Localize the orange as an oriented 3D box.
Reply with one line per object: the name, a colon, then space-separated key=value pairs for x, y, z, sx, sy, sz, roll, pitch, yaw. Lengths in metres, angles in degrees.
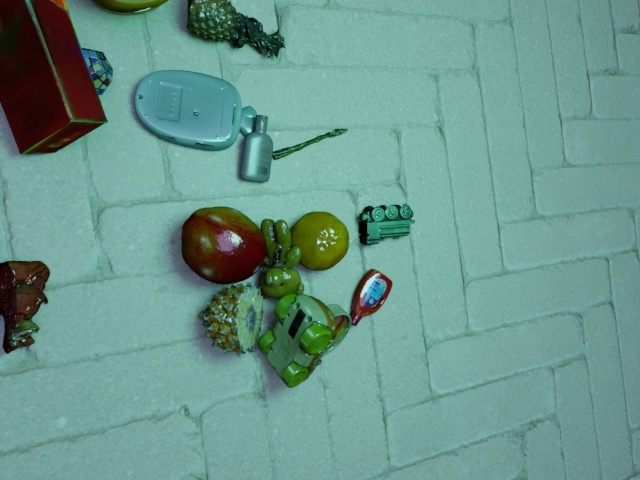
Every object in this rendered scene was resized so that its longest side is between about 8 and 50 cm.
orange: x=0.000 y=0.000 z=1.143 sx=0.159 sy=0.136 sz=0.158 roll=1 pitch=88 yaw=-19

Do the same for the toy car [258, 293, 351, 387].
toy car: x=-0.017 y=0.245 z=1.119 sx=0.235 sy=0.145 sz=0.235 roll=-26 pitch=139 yaw=-26

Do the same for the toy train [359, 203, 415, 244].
toy train: x=0.188 y=-0.049 z=1.259 sx=0.171 sy=0.071 sz=0.111 roll=-5 pitch=99 yaw=-23

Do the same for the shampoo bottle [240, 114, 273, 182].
shampoo bottle: x=-0.158 y=-0.233 z=1.126 sx=0.080 sy=0.040 sz=0.165 roll=4 pitch=96 yaw=-31

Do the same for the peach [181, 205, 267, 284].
peach: x=-0.217 y=0.016 z=1.029 sx=0.198 sy=0.197 sz=0.197 roll=1 pitch=88 yaw=-22

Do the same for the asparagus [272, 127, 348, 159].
asparagus: x=-0.027 y=-0.266 z=1.203 sx=0.233 sy=0.022 sz=0.023 roll=-25 pitch=53 yaw=-18

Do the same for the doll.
doll: x=-0.113 y=0.051 z=1.097 sx=0.097 sy=0.137 sz=0.209 roll=-34 pitch=118 yaw=-61

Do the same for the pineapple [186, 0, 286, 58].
pineapple: x=-0.204 y=-0.531 z=1.102 sx=0.252 sy=0.125 sz=0.125 roll=12 pitch=84 yaw=-26

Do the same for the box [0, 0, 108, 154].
box: x=-0.571 y=-0.354 z=0.893 sx=0.089 sy=0.198 sz=0.312 roll=-28 pitch=101 yaw=-58

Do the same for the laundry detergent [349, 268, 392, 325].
laundry detergent: x=0.133 y=0.166 z=1.240 sx=0.097 sy=0.049 sz=0.165 roll=36 pitch=78 yaw=-20

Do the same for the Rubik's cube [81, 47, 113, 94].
Rubik's cube: x=-0.514 y=-0.372 z=0.974 sx=0.093 sy=0.111 sz=0.111 roll=-17 pitch=95 yaw=4

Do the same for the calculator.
calculator: x=-0.294 y=-0.318 z=1.087 sx=0.299 sy=0.041 sz=0.185 roll=7 pitch=86 yaw=-22

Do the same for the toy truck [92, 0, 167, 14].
toy truck: x=-0.428 y=-0.626 z=0.956 sx=0.205 sy=0.212 sz=0.287 roll=-21 pitch=92 yaw=-21

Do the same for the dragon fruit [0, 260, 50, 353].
dragon fruit: x=-0.636 y=0.135 z=0.907 sx=0.123 sy=0.092 sz=0.192 roll=4 pitch=87 yaw=-21

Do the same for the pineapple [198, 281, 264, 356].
pineapple: x=-0.228 y=0.186 z=1.062 sx=0.137 sy=0.161 sz=0.175 roll=2 pitch=91 yaw=16
